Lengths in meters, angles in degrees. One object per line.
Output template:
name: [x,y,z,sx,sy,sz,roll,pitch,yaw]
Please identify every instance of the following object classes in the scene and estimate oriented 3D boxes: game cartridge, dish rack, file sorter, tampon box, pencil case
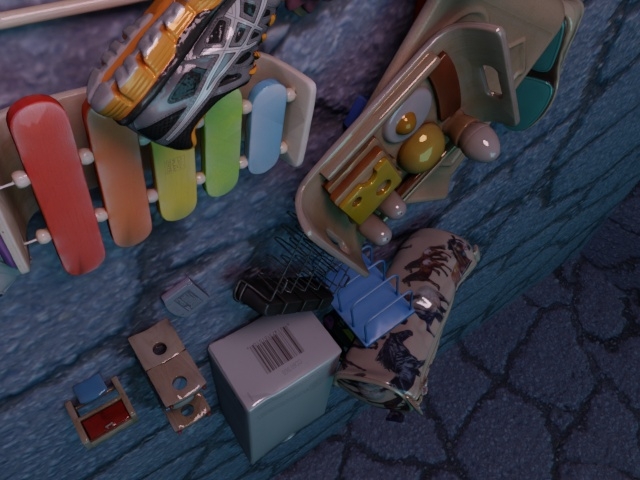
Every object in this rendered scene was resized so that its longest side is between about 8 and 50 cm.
game cartridge: [-0.202,0.087,0.800,0.056,0.017,0.083,-40,155,-9]
dish rack: [0.000,0.000,0.855,0.208,0.074,0.271,2,120,-57]
file sorter: [0.078,0.085,1.004,0.118,0.170,0.104,-33,150,-14]
tampon box: [0.082,0.233,1.301,0.101,0.120,0.161,-33,154,-16]
pencil case: [0.192,0.155,1.108,0.410,0.183,0.160,-59,155,-29]

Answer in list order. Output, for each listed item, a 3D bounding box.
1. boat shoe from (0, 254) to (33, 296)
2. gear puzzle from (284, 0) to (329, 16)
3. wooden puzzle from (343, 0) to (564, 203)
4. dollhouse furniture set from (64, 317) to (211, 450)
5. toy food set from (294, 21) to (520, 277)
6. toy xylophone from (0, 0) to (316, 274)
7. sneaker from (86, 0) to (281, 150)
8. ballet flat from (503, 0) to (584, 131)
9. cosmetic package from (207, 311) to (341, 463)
boat shoe: [-0.314,-0.012,0.431,0.076,0.083,0.226,-44,169,-17]
gear puzzle: [-0.026,-0.302,0.375,0.175,0.044,0.339,-45,154,11]
wooden puzzle: [0.166,-0.211,0.757,0.322,0.080,0.348,-10,136,-47]
dollhouse furniture set: [-0.277,0.238,0.808,0.183,0.129,0.129,-28,152,-24]
toy food set: [0.122,-0.091,0.676,0.306,0.092,0.220,-47,151,4]
toy xylophone: [-0.152,-0.103,0.484,0.322,0.081,0.236,-30,153,-21]
sneaker: [-0.074,-0.160,0.400,0.215,0.084,0.083,-47,135,1]
ballet flat: [0.373,-0.293,0.907,0.086,0.086,0.248,-30,152,-20]
cosmetic package: [-0.098,0.307,1.140,0.217,0.156,0.385,-27,153,-25]
